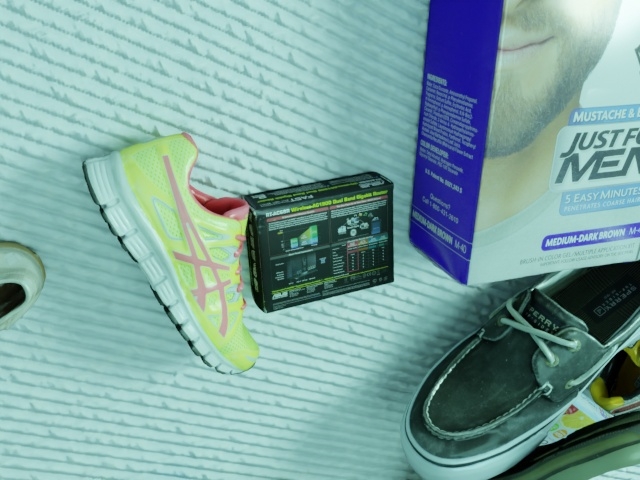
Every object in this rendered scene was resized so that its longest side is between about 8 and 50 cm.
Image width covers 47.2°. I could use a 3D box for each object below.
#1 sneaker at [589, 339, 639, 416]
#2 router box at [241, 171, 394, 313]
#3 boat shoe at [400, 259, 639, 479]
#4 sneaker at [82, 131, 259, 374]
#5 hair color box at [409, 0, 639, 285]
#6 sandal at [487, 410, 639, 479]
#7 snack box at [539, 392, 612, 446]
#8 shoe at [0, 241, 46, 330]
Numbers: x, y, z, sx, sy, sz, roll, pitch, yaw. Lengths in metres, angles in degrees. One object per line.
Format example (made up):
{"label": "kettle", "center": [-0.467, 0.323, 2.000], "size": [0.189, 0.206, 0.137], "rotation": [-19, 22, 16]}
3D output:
{"label": "sneaker", "center": [0.369, 0.101, 0.788], "size": [0.093, 0.088, 0.225], "rotation": [11, 107, -27]}
{"label": "router box", "center": [0.000, 0.000, 0.604], "size": [0.123, 0.038, 0.092], "rotation": [-12, 117, -20]}
{"label": "boat shoe", "center": [0.205, 0.087, 0.681], "size": [0.335, 0.121, 0.119], "rotation": [-36, 144, -18]}
{"label": "sneaker", "center": [-0.085, 0.013, 0.547], "size": [0.094, 0.081, 0.208], "rotation": [-32, 121, -11]}
{"label": "hair color box", "center": [0.187, -0.143, 0.586], "size": [0.185, 0.110, 0.338], "rotation": [-7, 113, -20]}
{"label": "sandal", "center": [0.203, 0.247, 0.696], "size": [0.120, 0.086, 0.303], "rotation": [-17, 163, -44]}
{"label": "snack box", "center": [0.239, 0.196, 0.779], "size": [0.100, 0.037, 0.141], "rotation": [-36, 126, 27]}
{"label": "shoe", "center": [-0.293, 0.060, 0.485], "size": [0.219, 0.058, 0.076], "rotation": [-23, 120, -14]}
